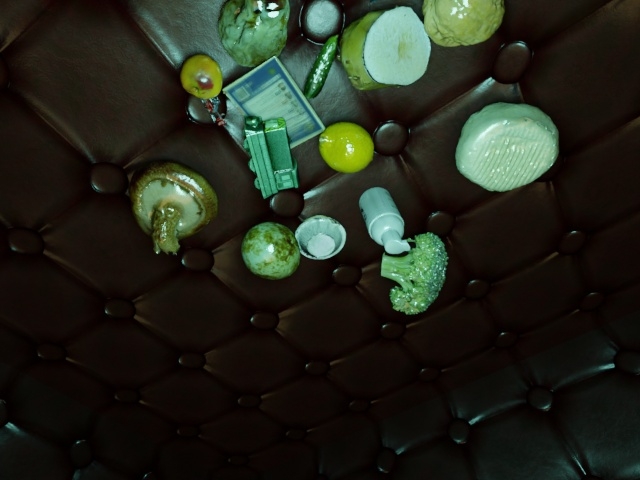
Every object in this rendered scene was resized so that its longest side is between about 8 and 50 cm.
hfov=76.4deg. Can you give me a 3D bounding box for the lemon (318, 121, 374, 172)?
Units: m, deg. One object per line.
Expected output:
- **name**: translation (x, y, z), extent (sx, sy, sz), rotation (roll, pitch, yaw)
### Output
- **lemon**: translation (0.097, -0.345, 1.512), extent (0.244, 0.187, 0.187), rotation (15, 123, -28)

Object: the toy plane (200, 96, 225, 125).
- **toy plane**: translation (-0.384, -0.474, 1.454), extent (0.060, 0.037, 0.145), rotation (-11, 131, 28)

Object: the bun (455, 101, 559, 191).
- **bun**: translation (0.703, -0.364, 1.554), extent (0.360, 0.211, 0.359), rotation (4, 127, 5)

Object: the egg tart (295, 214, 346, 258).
- **egg tart**: translation (0.000, 0.000, 1.800), extent (0.234, 0.094, 0.234), rotation (-2, 127, -3)

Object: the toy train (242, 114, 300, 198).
- **toy train**: translation (-0.183, -0.317, 1.517), extent (0.178, 0.138, 0.330), rotation (-11, 134, -2)

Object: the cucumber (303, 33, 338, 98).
- **cucumber**: translation (0.005, -0.595, 1.398), extent (0.069, 0.069, 0.227), rotation (19, 119, -18)

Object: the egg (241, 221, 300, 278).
- **egg**: translation (-0.202, 0.049, 1.728), extent (0.238, 0.238, 0.289), rotation (-30, 146, 15)

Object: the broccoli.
- **broccoli**: translation (0.440, 0.160, 1.863), extent (0.317, 0.277, 0.338), rotation (-16, 119, 29)

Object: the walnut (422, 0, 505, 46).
- **walnut**: translation (0.445, -0.717, 1.258), extent (0.257, 0.224, 0.257), rotation (-16, 142, -13)

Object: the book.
- **book**: translation (-0.159, -0.467, 1.456), extent (0.228, 0.018, 0.322), rotation (-22, 133, 22)

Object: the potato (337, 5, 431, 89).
- **potato**: translation (0.196, -0.623, 1.337), extent (0.300, 0.196, 0.246), rotation (-12, 116, -32)

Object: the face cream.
- **face cream**: translation (0.254, -0.065, 1.610), extent (0.145, 0.369, 0.145), rotation (-3, 124, -4)

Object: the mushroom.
- **mushroom**: translation (-0.557, -0.126, 1.547), extent (0.345, 0.259, 0.345), rotation (-3, 126, -4)

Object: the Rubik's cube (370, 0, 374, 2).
- **Rubik's cube**: translation (0.303, -0.808, 1.178), extent (0.250, 0.234, 0.284), rotation (10, 123, -13)

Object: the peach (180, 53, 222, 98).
- **peach**: translation (-0.391, -0.546, 1.353), extent (0.138, 0.138, 0.138), rotation (-3, 125, -4)

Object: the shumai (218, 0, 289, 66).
- **shumai**: translation (-0.206, -0.656, 1.251), extent (0.222, 0.203, 0.272), rotation (13, 126, -14)
